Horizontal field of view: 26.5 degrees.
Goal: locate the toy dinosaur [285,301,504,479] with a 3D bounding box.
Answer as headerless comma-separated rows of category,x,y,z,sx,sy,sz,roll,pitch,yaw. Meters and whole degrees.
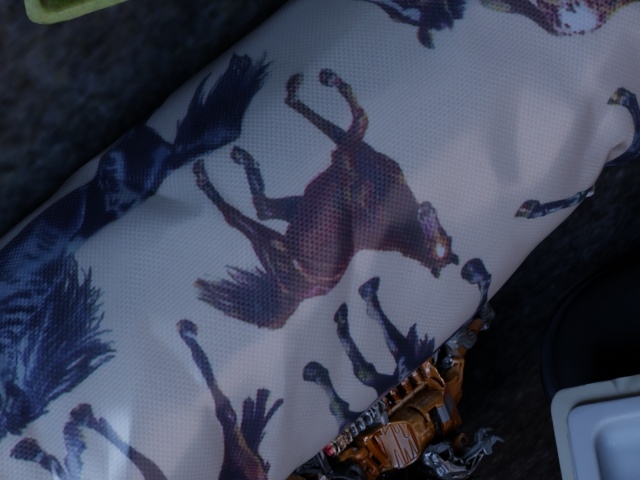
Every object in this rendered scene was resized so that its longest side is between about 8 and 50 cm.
toy dinosaur,0.006,0.165,0.761,0.322,0.164,0.218,-45,123,0

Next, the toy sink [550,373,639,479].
toy sink,0.214,0.164,0.790,0.131,0.153,0.234,-12,148,10

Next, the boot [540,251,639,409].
boot,0.315,-0.032,0.747,0.367,0.146,0.445,-14,156,-3

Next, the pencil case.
pencil case,0.000,0.000,0.596,0.410,0.160,0.183,-41,134,-8

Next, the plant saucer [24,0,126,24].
plant saucer,-0.035,-0.189,0.471,0.188,0.045,0.188,-24,139,-27
